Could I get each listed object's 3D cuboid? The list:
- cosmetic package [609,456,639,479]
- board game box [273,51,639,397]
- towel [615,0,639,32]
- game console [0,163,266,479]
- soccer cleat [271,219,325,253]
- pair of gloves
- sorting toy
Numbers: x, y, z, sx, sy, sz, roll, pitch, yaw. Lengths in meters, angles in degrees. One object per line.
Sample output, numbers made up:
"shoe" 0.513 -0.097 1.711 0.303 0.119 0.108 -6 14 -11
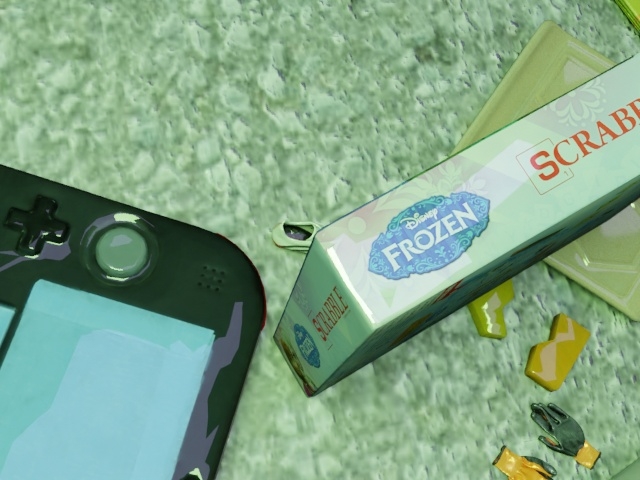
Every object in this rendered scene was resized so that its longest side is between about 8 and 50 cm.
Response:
"cosmetic package" 0.306 0.282 0.746 0.224 0.138 0.225 -29 79 -21
"board game box" 0.126 -0.011 0.684 0.318 0.319 0.066 -29 80 -14
"towel" 0.338 -0.269 1.007 0.102 0.021 0.237 -29 79 -26
"game console" -0.242 0.134 0.702 0.342 0.060 0.386 19 68 -7
"soccer cleat" 0.000 0.000 0.819 0.083 0.035 0.029 14 69 -9
"pair of gloves" 0.193 0.183 0.819 0.074 0.010 0.083 41 66 2
"sorting toy" 0.224 -0.030 0.889 0.229 0.041 0.307 35 73 3
